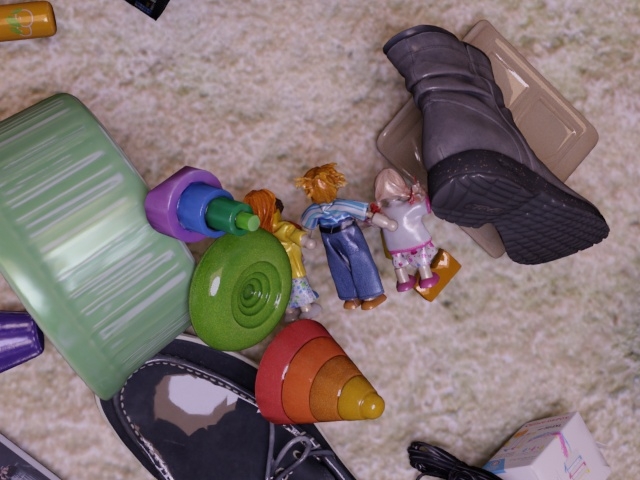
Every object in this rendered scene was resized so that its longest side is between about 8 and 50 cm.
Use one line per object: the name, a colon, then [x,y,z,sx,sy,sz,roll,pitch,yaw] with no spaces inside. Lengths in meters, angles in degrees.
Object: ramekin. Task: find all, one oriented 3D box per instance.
ramekin: [-0.243,-0.002,0.901,0.148,0.303,0.303,-35,99,-13]

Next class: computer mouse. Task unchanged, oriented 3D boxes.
computer mouse: [0.199,0.384,1.080,0.072,0.188,0.272,-15,104,-29]

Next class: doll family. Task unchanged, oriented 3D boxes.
doll family: [0.000,0.000,0.968,0.263,0.118,0.163,-11,106,32]

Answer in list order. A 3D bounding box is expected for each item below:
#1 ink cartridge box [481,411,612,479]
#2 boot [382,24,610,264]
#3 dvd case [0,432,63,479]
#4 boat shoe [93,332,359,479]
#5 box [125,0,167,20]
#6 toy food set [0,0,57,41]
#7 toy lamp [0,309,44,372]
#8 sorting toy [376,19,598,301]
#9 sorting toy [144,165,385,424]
ink cartridge box: [0.281,0.282,1.085,0.143,0.092,0.090,-31,92,-42]
boot: [0.212,-0.110,1.010,0.118,0.338,0.222,-27,59,26]
dvd case: [-0.390,0.302,0.970,0.239,0.029,0.179,40,52,-6]
boat shoe: [-0.055,0.292,1.021,0.187,0.156,0.500,-45,98,-3]
box: [-0.117,-0.365,0.884,0.079,0.322,0.257,31,89,-16]
toy food set: [-0.359,-0.336,0.942,0.105,0.111,0.232,-10,126,-9]
toy lamp: [-0.451,0.130,0.980,0.275,0.080,0.080,-12,95,-7]
sorting toy: [0.179,-0.089,1.100,0.229,0.041,0.307,42,86,-14]
sorting toy: [-0.030,0.076,0.844,0.127,0.126,0.365,-52,136,-24]
